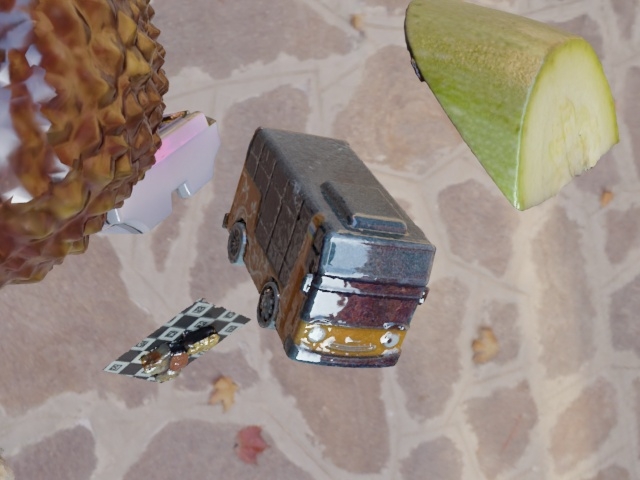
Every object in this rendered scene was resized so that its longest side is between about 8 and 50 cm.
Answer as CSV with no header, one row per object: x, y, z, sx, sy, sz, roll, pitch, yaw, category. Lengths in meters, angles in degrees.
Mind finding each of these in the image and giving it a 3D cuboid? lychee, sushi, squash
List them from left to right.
-0.187,-0.084,0.468,0.271,0.235,0.236,-19,114,-66,lychee
-0.204,0.164,1.339,0.201,0.031,0.139,-36,148,18,sushi
0.193,-0.161,0.948,0.237,0.155,0.204,-32,121,-45,squash

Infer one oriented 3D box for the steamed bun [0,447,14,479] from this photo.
-0.286,0.223,0.557,0.144,0.218,0.211,6,89,12,steamed bun

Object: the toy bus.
0.000,0.000,1.139,0.161,0.323,0.194,7,116,-26,toy bus

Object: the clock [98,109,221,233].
-0.237,-0.066,1.002,0.253,0.186,0.083,-51,130,-58,clock
